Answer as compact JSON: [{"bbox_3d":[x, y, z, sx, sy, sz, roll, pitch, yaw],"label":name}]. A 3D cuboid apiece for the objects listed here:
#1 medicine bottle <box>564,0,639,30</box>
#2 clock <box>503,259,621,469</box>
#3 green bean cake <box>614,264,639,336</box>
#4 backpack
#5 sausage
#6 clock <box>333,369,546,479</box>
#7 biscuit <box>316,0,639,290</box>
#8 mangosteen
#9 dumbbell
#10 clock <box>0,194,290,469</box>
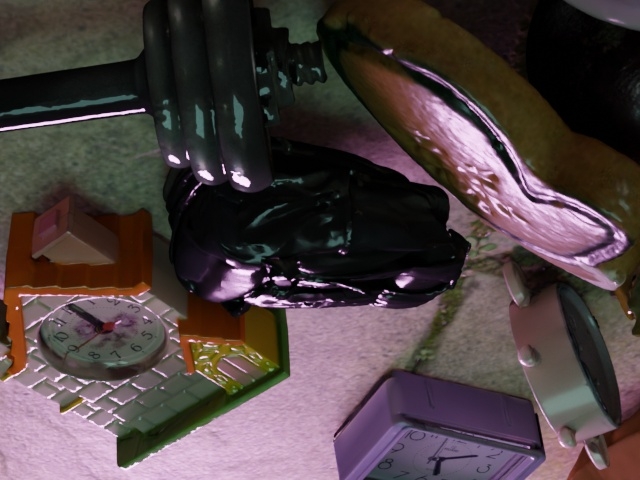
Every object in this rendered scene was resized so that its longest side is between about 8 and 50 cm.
[{"bbox_3d":[0.232,-0.303,0.795,0.202,0.202,0.316,-5,138,-3],"label":"medicine bottle"},{"bbox_3d":[0.241,0.117,1.289,0.063,0.155,0.229,-25,99,17],"label":"clock"},{"bbox_3d":[0.379,-0.006,1.096,0.310,0.202,0.285,-28,151,26],"label":"green bean cake"},{"bbox_3d":[0.000,0.000,1.128,0.258,0.133,0.206,5,159,-17],"label":"backpack"},{"bbox_3d":[0.370,0.247,1.476,0.136,0.120,0.241,-11,154,-50],"label":"sausage"},{"bbox_3d":[0.130,0.224,1.451,0.193,0.073,0.144,15,134,-22],"label":"clock"},{"bbox_3d":[0.139,-0.059,1.013,0.057,0.287,0.344,-53,136,-6],"label":"biscuit"},{"bbox_3d":[0.263,-0.150,0.981,0.230,0.194,0.194,-40,129,18],"label":"mangosteen"},{"bbox_3d":[-0.197,-0.102,0.971,0.406,0.179,0.179,-8,138,0],"label":"dumbbell"},{"bbox_3d":[-0.193,0.078,1.223,0.220,0.106,0.255,-32,132,25],"label":"clock"}]
